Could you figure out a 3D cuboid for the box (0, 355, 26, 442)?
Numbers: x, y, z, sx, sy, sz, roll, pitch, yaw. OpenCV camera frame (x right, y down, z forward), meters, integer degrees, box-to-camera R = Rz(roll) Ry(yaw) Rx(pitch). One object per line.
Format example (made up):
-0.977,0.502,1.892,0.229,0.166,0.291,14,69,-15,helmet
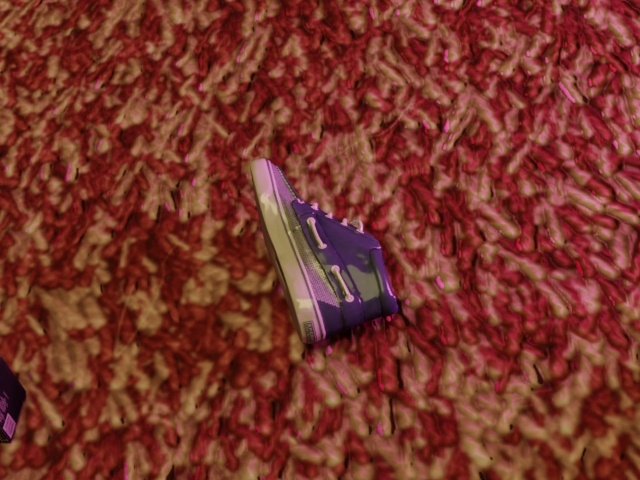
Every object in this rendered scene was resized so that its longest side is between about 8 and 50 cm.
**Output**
-0.299,0.131,1.173,0.083,0.062,0.052,0,53,14,box

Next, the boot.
0.000,0.000,1.206,0.086,0.069,0.190,-15,57,-7,boot
